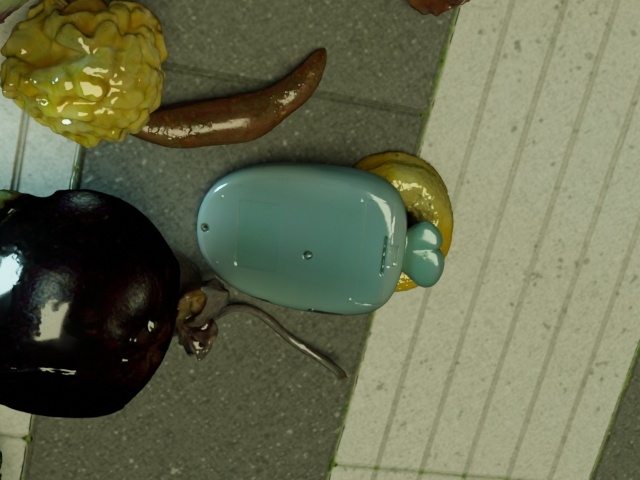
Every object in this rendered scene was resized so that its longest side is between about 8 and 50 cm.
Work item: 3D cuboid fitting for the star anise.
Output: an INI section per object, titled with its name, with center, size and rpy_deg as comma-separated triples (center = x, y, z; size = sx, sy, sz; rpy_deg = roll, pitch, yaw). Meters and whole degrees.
[star anise]
center = -0.077, 0.090, 1.395
size = 0.227, 0.148, 0.218
rpy_deg = -11, 81, -38

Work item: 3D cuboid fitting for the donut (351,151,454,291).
[donut]
center = 0.090, -0.017, 1.400
size = 0.162, 0.065, 0.178
rpy_deg = -8, 113, -8

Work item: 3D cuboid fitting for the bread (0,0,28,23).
[bread]
center = -0.326, -0.307, 1.114
size = 0.338, 0.187, 0.155
rpy_deg = -41, 109, 4

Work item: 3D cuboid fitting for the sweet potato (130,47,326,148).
[sweet potato]
center = -0.101, -0.148, 1.306
size = 0.255, 0.058, 0.078
rpy_deg = -19, 94, -10

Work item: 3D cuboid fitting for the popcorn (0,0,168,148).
[popcorn]
center = -0.249, -0.187, 1.203
size = 0.180, 0.180, 0.170
rpy_deg = -12, 125, -9

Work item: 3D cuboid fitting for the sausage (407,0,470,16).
[sausage]
center = 0.241, -0.355, 1.292
size = 0.327, 0.079, 0.087
rpy_deg = -27, 141, -2

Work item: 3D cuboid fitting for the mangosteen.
[mangosteen]
center = -0.301, 0.068, 1.250
size = 0.288, 0.287, 0.233
rpy_deg = 7, 71, -16

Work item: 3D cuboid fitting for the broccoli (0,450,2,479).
[broccoli]
center = -0.480, 0.356, 1.354
size = 0.254, 0.269, 0.269
rpy_deg = 38, 103, 19

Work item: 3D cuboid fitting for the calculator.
[calculator]
center = 0.000, 0.000, 1.352
size = 0.299, 0.041, 0.185
rpy_deg = 9, 110, 5
